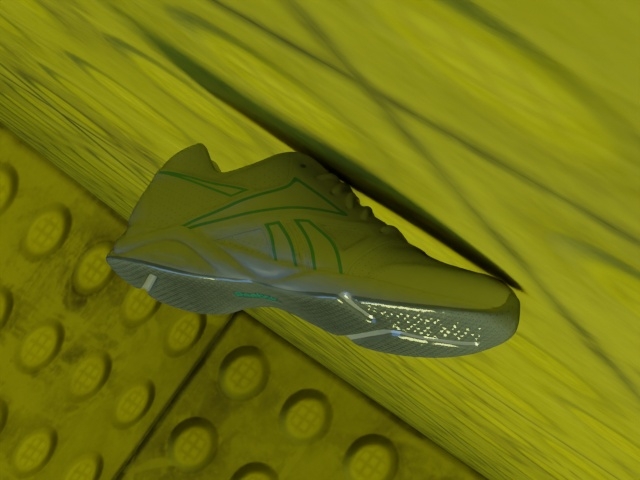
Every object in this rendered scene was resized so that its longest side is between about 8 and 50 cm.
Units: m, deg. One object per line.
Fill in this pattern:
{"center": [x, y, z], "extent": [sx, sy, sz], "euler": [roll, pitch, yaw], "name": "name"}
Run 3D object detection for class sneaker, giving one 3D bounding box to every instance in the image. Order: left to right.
{"center": [0.000, 0.000, 0.677], "extent": [0.152, 0.061, 0.053], "euler": [13, 159, 22], "name": "sneaker"}
